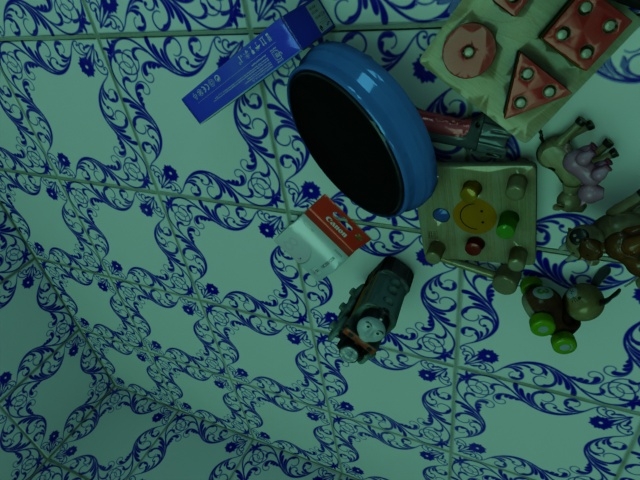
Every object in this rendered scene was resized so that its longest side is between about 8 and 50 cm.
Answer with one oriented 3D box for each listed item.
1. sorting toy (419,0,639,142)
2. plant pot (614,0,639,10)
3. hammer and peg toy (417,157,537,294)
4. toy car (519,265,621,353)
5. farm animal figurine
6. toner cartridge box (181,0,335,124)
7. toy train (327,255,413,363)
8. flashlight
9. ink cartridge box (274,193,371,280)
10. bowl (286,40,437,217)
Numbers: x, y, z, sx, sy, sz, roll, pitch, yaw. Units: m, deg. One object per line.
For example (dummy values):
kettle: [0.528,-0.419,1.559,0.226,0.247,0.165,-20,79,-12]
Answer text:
sorting toy: [0.344,-0.333,0.803,0.257,0.089,0.255,37,120,-2]
plant pot: [0.485,-0.413,0.641,0.167,0.188,0.187,19,134,26]
hammer and peg toy: [0.349,-0.014,1.085,0.266,0.127,0.361,5,128,28]
toy car: [0.570,0.133,1.064,0.149,0.155,0.188,38,124,-15]
farm animal figurine: [0.538,-0.039,0.895,0.327,0.330,0.172,19,138,-25]
toner cartridge box: [-0.144,-0.387,1.044,0.348,0.165,0.075,-19,114,41]
toy train: [0.139,0.177,1.243,0.142,0.334,0.190,38,121,2]
flashlight: [0.238,-0.252,0.980,0.304,0.103,0.103,14,90,17]
ink cartridge box: [0.000,0.000,1.361,0.189,0.066,0.232,44,139,-8]
bowl: [0.071,-0.210,0.985,0.391,0.077,0.391,46,165,17]
